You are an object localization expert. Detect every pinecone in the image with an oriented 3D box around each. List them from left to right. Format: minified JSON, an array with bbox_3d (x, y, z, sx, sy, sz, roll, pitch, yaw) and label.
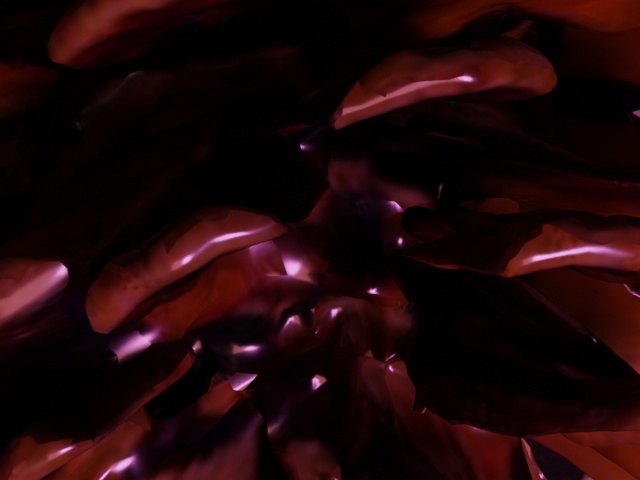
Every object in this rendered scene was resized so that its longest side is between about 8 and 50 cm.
[{"bbox_3d":[0.000,0.000,0.653,0.384,0.384,0.384,-3,132,-4],"label":"pinecone"}]

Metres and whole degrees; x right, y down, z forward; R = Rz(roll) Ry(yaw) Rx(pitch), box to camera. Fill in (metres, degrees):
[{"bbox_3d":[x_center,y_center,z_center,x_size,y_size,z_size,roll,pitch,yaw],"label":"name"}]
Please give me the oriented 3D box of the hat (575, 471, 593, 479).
[{"bbox_3d":[0.206,0.116,0.928,0.257,0.130,0.257,-4,123,-6],"label":"hat"}]
